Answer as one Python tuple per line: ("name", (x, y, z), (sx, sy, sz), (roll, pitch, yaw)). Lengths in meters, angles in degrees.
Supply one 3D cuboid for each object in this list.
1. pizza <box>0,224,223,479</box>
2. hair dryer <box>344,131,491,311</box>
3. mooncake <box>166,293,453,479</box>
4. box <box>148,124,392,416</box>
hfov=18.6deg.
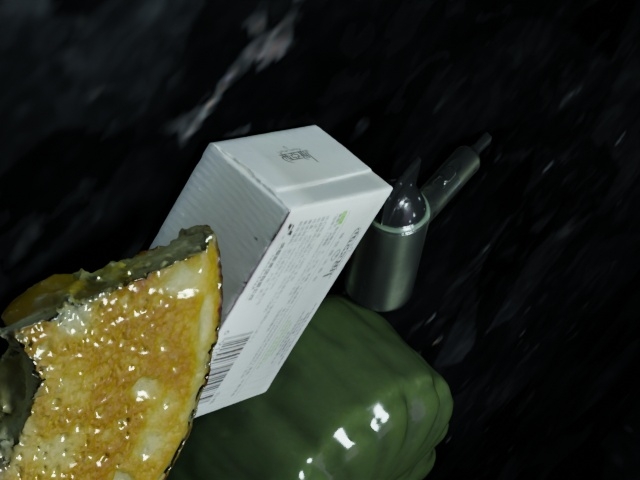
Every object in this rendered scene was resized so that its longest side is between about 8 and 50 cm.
("pizza", (-0.201, 0.126, 1.645), (0.223, 0.089, 0.323), (5, 112, -40))
("hair dryer", (0.123, -0.061, 2.140), (0.248, 0.078, 0.195), (-49, 163, -35))
("mooncake", (-0.016, 0.244, 2.182), (0.356, 0.194, 0.356), (-44, 159, -21))
("box", (-0.075, 0.032, 1.788), (0.194, 0.111, 0.260), (-13, 137, -60))
